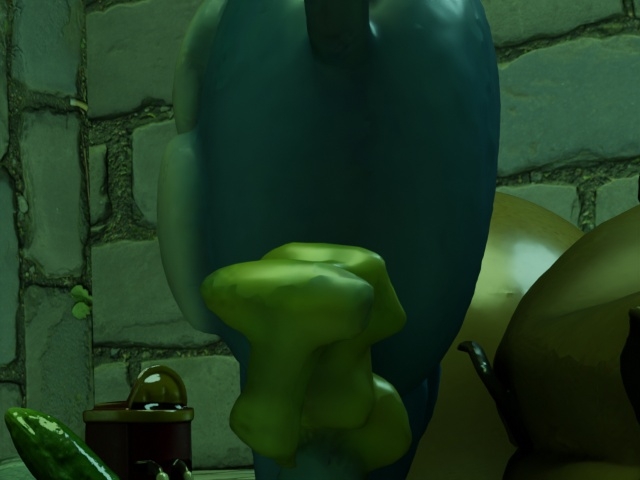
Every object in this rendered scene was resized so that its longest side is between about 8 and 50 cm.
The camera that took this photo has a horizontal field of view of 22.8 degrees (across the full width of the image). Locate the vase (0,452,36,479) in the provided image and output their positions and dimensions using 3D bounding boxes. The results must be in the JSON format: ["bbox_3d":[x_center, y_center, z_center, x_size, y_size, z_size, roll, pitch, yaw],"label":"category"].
[{"bbox_3d":[-0.174,0.170,0.860,0.096,0.096,0.219,-2,-4,-2],"label":"vase"}]

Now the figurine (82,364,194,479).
[{"bbox_3d":[-0.124,0.169,1.166,0.082,0.154,0.098,2,-4,-25],"label":"figurine"}]

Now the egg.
[{"bbox_3d":[0.085,0.091,0.976,0.250,0.250,0.322,-2,-1,-5],"label":"egg"}]

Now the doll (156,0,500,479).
[{"bbox_3d":[0.000,0.000,0.518,0.099,0.346,0.341,12,-32,2],"label":"doll"}]

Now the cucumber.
[{"bbox_3d":[-0.111,0.149,0.848,0.039,0.168,0.039,-45,-7,-7],"label":"cucumber"}]

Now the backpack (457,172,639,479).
[{"bbox_3d":[0.237,0.057,0.476,0.378,0.201,0.353,-3,-2,-16],"label":"backpack"}]
